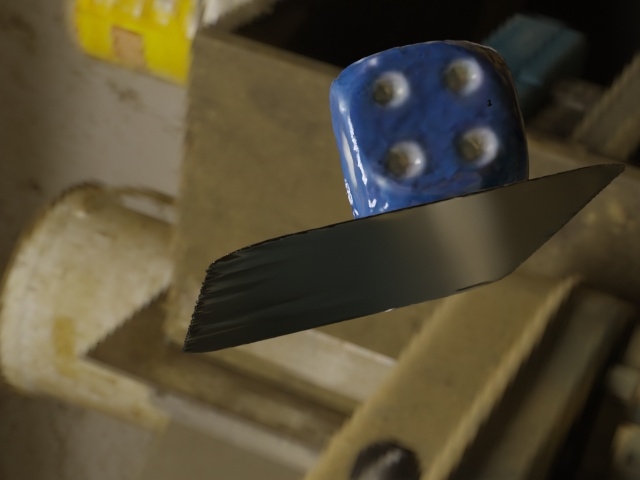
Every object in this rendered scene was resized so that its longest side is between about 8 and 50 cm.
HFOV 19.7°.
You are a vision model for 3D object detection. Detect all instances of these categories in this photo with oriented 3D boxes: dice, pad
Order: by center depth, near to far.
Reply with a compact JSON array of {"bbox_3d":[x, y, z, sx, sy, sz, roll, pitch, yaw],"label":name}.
[{"bbox_3d":[-0.001,0.001,1.164,0.375,0.315,0.063,121,134,-75],"label":"pad"},{"bbox_3d":[0.089,-0.077,1.539,0.143,0.146,0.146,104,156,-75],"label":"dice"}]
